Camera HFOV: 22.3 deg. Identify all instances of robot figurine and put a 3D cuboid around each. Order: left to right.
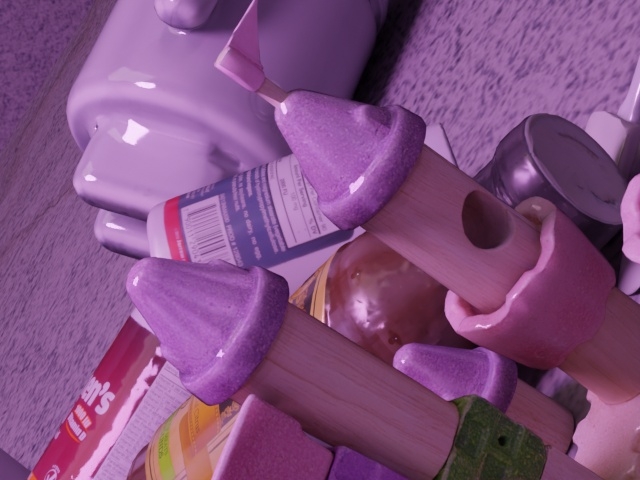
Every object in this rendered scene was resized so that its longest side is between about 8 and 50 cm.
[{"bbox_3d":[-0.067,-0.147,1.277,0.300,0.200,0.353,85,-156,-63],"label":"robot figurine"}]

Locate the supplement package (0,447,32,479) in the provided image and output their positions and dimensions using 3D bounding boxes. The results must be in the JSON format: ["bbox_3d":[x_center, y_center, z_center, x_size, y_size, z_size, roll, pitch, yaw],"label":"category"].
[{"bbox_3d":[-0.280,0.265,1.107,0.145,0.204,0.262,-38,23,22],"label":"supplement package"}]

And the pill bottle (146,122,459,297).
[{"bbox_3d":[0.000,0.000,0.951,0.180,0.108,0.108,-20,28,7],"label":"pill bottle"}]

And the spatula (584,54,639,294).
[{"bbox_3d":[0.175,-0.084,0.768,0.168,0.019,0.242,-121,44,-72],"label":"spatula"}]

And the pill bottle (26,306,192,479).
[{"bbox_3d":[-0.092,0.110,1.064,0.221,0.121,0.121,-58,20,-2],"label":"pill bottle"}]

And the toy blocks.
[{"bbox_3d":[0.018,0.095,0.617,0.309,0.260,0.288,-25,37,56],"label":"toy blocks"}]

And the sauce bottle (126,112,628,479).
[{"bbox_3d":[0.024,0.065,0.865,0.344,0.111,0.111,-45,23,32],"label":"sauce bottle"}]
